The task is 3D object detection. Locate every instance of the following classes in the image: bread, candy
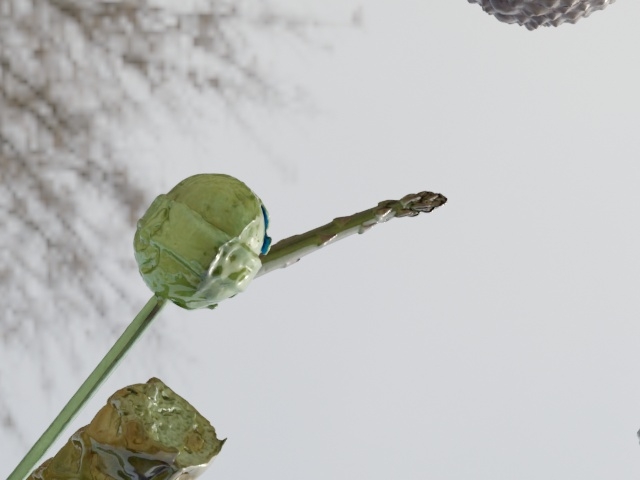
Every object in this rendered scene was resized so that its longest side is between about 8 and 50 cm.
[{"bbox_3d":[-0.194,0.214,1.478,0.087,0.269,0.098,56,-154,18],"label":"bread"},{"bbox_3d":[-0.152,0.095,1.271,0.093,0.092,0.335,32,-99,37],"label":"candy"}]

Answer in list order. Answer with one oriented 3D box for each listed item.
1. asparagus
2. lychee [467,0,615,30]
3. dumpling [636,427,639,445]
[{"bbox_3d":[0.000,0.000,1.488,0.248,0.024,0.025,-22,171,-29],"label":"asparagus"},{"bbox_3d":[0.204,-0.282,1.613,0.200,0.238,0.200,16,-135,-16],"label":"lychee"},{"bbox_3d":[0.254,0.028,0.825,0.247,0.172,0.142,-15,-133,-7],"label":"dumpling"}]
